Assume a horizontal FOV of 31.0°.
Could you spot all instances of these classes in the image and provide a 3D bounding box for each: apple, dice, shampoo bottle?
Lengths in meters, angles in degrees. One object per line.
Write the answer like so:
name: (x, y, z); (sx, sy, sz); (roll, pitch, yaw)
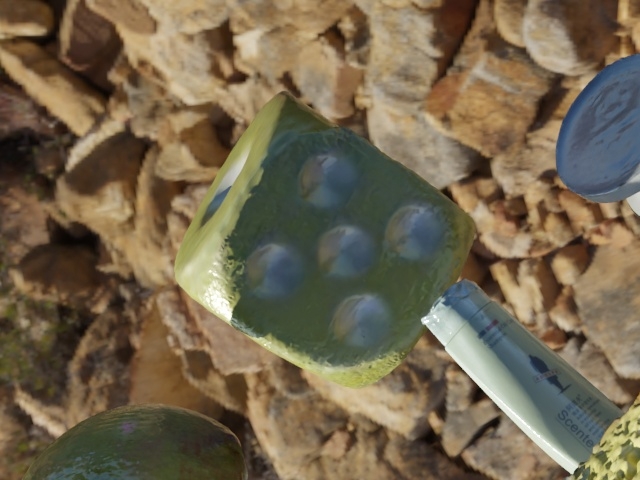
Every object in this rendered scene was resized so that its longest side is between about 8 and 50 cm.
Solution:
apple: (-0.157, 0.214, 0.946); (0.193, 0.265, 0.120); (-25, 120, 16)
dice: (0.000, 0.000, 1.184); (0.233, 0.238, 0.227); (31, 93, -13)
shampoo bottle: (0.176, 0.118, 0.938); (0.212, 0.072, 0.049); (43, 154, 16)

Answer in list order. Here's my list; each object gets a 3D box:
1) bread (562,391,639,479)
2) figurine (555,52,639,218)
bread: (0.215, 0.226, 0.730); (0.134, 0.260, 0.129); (34, 139, 0)
figurine: (0.308, -0.030, 0.899); (0.133, 0.236, 0.176); (-31, 43, 44)
